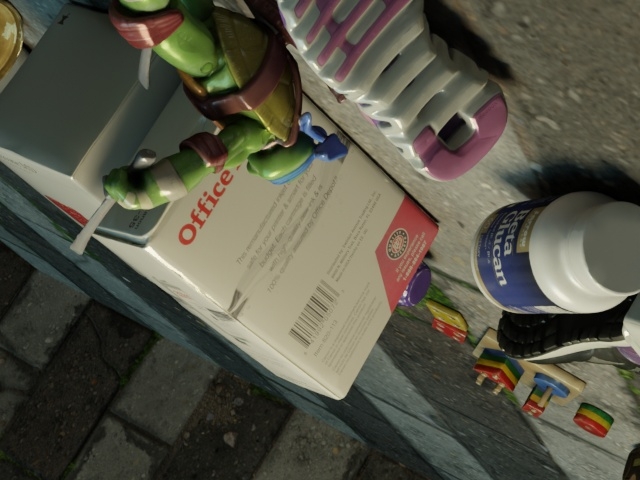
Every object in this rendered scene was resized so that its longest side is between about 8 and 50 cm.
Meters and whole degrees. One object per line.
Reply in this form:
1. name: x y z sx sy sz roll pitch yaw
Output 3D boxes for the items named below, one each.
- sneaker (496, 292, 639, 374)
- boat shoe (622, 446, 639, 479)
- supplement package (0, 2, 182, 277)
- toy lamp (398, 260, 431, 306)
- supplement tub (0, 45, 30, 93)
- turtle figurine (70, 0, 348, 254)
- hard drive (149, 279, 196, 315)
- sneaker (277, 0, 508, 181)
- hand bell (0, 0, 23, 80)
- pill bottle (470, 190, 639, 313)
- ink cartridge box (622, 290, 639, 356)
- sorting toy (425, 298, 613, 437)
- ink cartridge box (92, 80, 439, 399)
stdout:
1. sneaker: 0.259 0.082 1.165 0.124 0.107 0.283 29 169 -17
2. boat shoe: 0.427 0.285 1.652 0.072 0.068 0.190 19 176 3
3. supplement package: -0.173 -0.078 1.392 0.178 0.175 0.293 22 164 41
4. toy lamp: 0.000 0.000 1.514 0.275 0.080 0.080 25 166 31
5. supplement tub: -0.384 -0.165 1.695 0.117 0.117 0.190 28 167 17
6. turtle figurine: -0.134 -0.128 0.986 0.275 0.197 0.266 14 145 36
7. hard drive: -0.226 -0.017 1.794 0.339 0.064 0.237 34 158 44
8. sneaker: 0.029 -0.138 0.907 0.236 0.095 0.104 47 178 -41
9. hand bell: -0.461 -0.278 1.552 0.242 0.126 0.126 40 173 30
10. pill bottle: 0.192 0.010 1.054 0.094 0.094 0.169 35 167 -13
11. ink cartridge box: 0.373 0.092 0.878 0.289 0.121 0.211 21 163 41
12. sorting toy: 0.238 0.166 1.656 0.275 0.046 0.132 31 167 7
13. ink cartridge box: -0.047 -0.013 1.275 0.117 0.207 0.283 13 157 51
